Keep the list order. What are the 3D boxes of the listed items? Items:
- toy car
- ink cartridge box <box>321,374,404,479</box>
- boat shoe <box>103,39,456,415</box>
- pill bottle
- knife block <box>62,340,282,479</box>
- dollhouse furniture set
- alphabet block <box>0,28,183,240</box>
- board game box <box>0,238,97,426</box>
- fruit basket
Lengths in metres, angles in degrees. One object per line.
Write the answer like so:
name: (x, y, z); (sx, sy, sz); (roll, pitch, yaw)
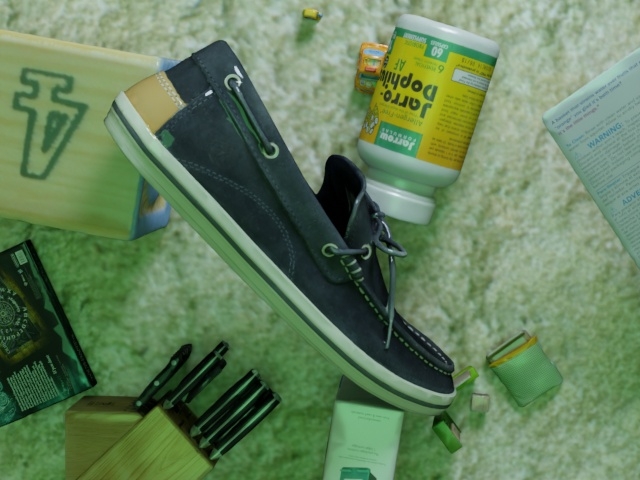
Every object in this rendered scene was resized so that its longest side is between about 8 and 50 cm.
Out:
toy car: (0.023, -0.207, 1.478); (0.122, 0.040, 0.060); (27, 97, 1)
ink cartridge box: (0.039, 0.277, 1.480); (0.078, 0.134, 0.231); (9, 97, 3)
boat shoe: (0.000, 0.000, 1.357); (0.156, 0.187, 0.500); (-42, 116, 2)
pill bottle: (0.107, -0.128, 1.440); (0.117, 0.117, 0.208); (18, 98, 2)
knife block: (-0.164, 0.251, 1.516); (0.242, 0.088, 0.276); (2, 96, 5)
dollhouse furniture set: (0.193, 0.170, 1.494); (0.151, 0.058, 0.076); (-36, 93, 7)
alphabet block: (-0.260, -0.116, 1.437); (0.197, 0.192, 0.193); (11, 95, 4)
board game box: (-0.354, 0.108, 1.548); (0.126, 0.026, 0.186); (-23, 94, 7)
fruit basket: (0.441, -0.085, 1.362); (0.327, 0.165, 0.353); (-35, 107, 8)
